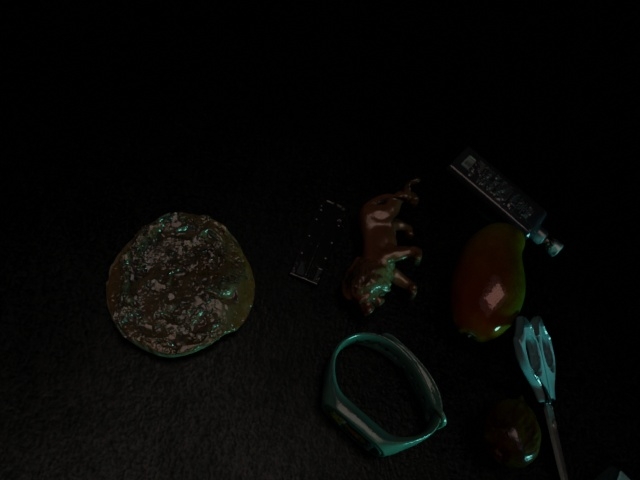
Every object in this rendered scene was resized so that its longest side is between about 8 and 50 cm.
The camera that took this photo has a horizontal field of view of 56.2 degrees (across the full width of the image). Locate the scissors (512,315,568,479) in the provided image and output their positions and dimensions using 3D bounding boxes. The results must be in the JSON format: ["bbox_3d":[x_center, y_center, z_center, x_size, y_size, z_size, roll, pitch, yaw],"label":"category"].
[{"bbox_3d":[0.437,0.320,1.137,0.191,0.030,0.359,12,63,-53],"label":"scissors"}]

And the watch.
[{"bbox_3d":[0.112,0.278,1.083,0.237,0.068,0.195,39,57,11],"label":"watch"}]

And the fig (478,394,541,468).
[{"bbox_3d":[0.354,0.341,1.099,0.155,0.103,0.109,-32,98,-46],"label":"fig"}]

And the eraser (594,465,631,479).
[{"bbox_3d":[0.565,0.545,1.055,0.227,0.081,0.174,45,60,11],"label":"eraser"}]

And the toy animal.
[{"bbox_3d":[0.122,0.012,1.213,0.158,0.097,0.312,6,59,-6],"label":"toy animal"}]

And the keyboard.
[{"bbox_3d":[0.000,0.000,1.228,0.067,0.011,0.202,23,59,-1],"label":"keyboard"}]

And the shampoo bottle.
[{"bbox_3d":[0.418,-0.079,1.354,0.309,0.071,0.098,42,59,9],"label":"shampoo bottle"}]

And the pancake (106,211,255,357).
[{"bbox_3d":[-0.253,0.076,1.093,0.283,0.049,0.282,6,62,-12],"label":"pancake"}]

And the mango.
[{"bbox_3d":[0.342,0.071,1.222,0.146,0.129,0.289,5,50,15],"label":"mango"}]
